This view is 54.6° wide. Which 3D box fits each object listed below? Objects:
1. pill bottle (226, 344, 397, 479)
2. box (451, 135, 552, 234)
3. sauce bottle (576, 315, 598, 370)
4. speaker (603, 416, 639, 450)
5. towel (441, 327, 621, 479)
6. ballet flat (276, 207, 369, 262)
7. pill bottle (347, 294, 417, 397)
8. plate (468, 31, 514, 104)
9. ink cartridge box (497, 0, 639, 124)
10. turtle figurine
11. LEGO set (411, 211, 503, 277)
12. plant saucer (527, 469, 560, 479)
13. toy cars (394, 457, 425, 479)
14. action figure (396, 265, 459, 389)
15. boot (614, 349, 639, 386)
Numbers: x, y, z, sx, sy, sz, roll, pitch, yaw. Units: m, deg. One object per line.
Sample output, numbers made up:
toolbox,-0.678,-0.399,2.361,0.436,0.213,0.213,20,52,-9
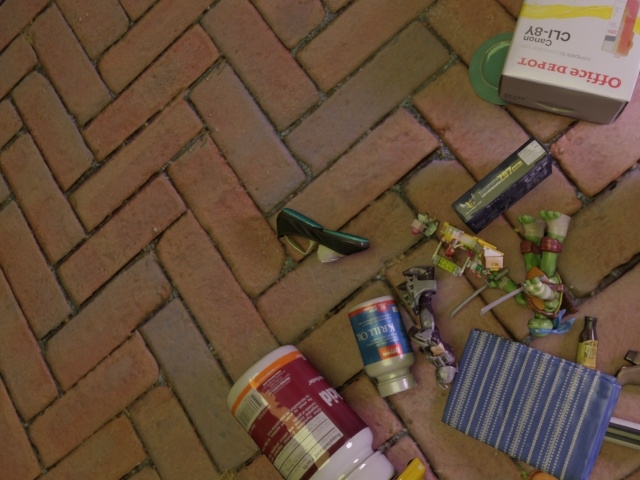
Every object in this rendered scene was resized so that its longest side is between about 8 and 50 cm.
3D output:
pill bottle,-0.021,0.458,1.460,0.392,0.224,0.224,45,99,21
box,0.414,-0.118,1.404,0.233,0.183,0.059,-40,70,12
sauce bottle,0.586,0.230,1.360,0.042,0.042,0.128,5,85,22
speaker,0.628,0.403,1.310,0.136,0.055,0.055,12,86,23
towel,0.454,0.357,1.368,0.336,0.040,0.243,18,90,35
ballet flat,0.000,0.000,1.602,0.281,0.095,0.096,23,100,33
pill bottle,0.153,0.253,1.479,0.124,0.124,0.221,-23,74,16
plate,0.458,-0.426,1.521,0.188,0.024,0.188,-4,80,21
ink cartridge box,0.592,-0.490,1.393,0.279,0.160,0.384,17,88,15
turtle figurine,0.435,0.066,1.363,0.275,0.198,0.266,10,80,19
LEGO set,0.325,0.038,1.427,0.287,0.132,0.107,40,108,54
plant saucer,0.496,0.543,1.361,0.084,0.013,0.083,-3,81,21
toy cars,0.126,0.654,1.398,0.087,0.176,0.393,41,97,21
action figure,0.250,0.207,1.429,0.099,0.185,0.284,-14,60,5
boot,0.677,0.293,1.316,0.087,0.042,0.118,29,93,20
